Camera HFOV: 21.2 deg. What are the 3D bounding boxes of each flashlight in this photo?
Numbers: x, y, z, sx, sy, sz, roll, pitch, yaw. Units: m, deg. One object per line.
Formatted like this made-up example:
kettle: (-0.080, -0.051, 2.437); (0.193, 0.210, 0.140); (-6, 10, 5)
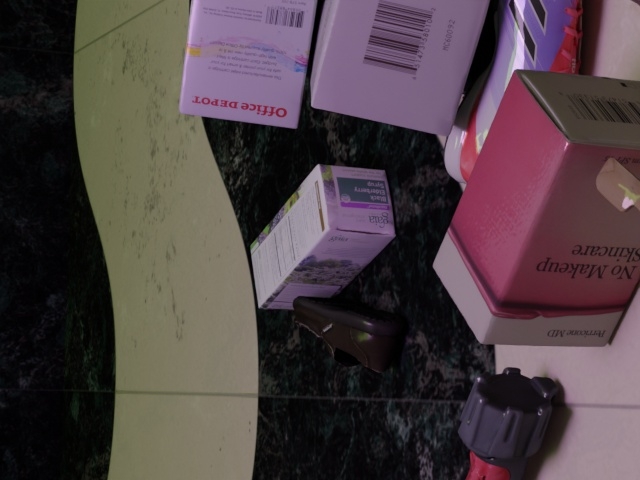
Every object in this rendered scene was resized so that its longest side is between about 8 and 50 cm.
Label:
flashlight: (0.151, 0.273, 1.761); (0.103, 0.103, 0.304); (-62, -13, -57)

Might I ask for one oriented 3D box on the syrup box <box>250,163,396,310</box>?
syrup box: (0.000, 0.000, 2.153); (0.237, 0.093, 0.096); (131, 137, -53)

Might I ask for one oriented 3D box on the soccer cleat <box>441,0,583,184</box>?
soccer cleat: (0.222, -0.184, 1.705); (0.116, 0.109, 0.318); (35, 118, 37)

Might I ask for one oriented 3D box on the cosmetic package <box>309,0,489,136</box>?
cosmetic package: (0.076, -0.278, 1.825); (0.365, 0.155, 0.197); (-90, 13, -63)

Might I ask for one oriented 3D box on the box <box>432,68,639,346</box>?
box: (0.225, -0.027, 1.592); (0.127, 0.149, 0.232); (-118, 38, -47)

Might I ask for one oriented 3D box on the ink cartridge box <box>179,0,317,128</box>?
ink cartridge box: (-0.073, -0.222, 1.783); (0.127, 0.128, 0.176); (-93, 12, -68)

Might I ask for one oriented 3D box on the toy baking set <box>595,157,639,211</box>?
toy baking set: (0.347, -0.048, 1.393); (0.256, 0.030, 0.196); (-32, 62, 38)

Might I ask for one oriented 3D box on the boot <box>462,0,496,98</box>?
boot: (0.179, -0.202, 1.844); (0.121, 0.045, 0.099); (112, 153, -49)

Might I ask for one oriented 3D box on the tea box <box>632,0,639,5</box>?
tea box: (0.294, -0.378, 1.284); (0.329, 0.220, 0.323); (-69, 19, -7)

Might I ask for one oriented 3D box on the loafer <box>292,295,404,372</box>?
loafer: (0.025, 0.115, 2.098); (0.220, 0.080, 0.078); (-164, 79, -65)
